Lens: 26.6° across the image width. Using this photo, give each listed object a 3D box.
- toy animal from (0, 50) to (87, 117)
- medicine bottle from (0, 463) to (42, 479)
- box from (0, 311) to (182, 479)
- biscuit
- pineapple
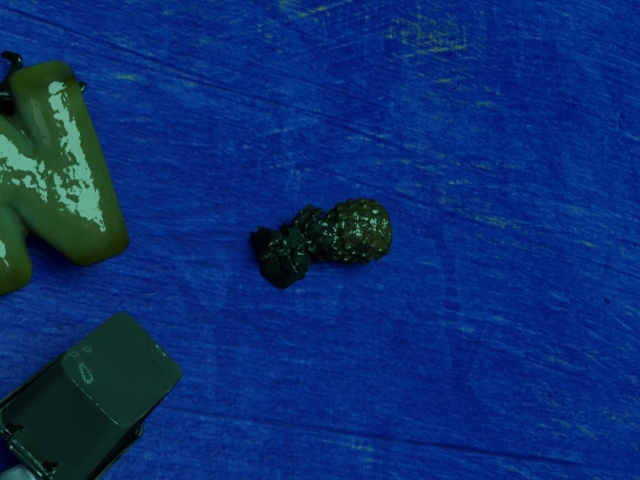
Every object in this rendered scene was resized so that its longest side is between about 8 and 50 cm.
[{"bbox_3d":[-0.427,-0.163,1.919,0.148,0.084,0.232,20,64,-26],"label":"toy animal"},{"bbox_3d":[-0.331,0.405,1.745,0.095,0.095,0.260,-19,83,-39],"label":"medicine bottle"},{"bbox_3d":[-0.293,0.203,1.768,0.163,0.135,0.243,46,23,1],"label":"box"},{"bbox_3d":[-0.406,-0.083,1.840,0.237,0.062,0.290,-18,97,-16],"label":"biscuit"},{"bbox_3d":[0.000,0.000,2.143,0.237,0.111,0.119,-11,46,-29],"label":"pineapple"}]
